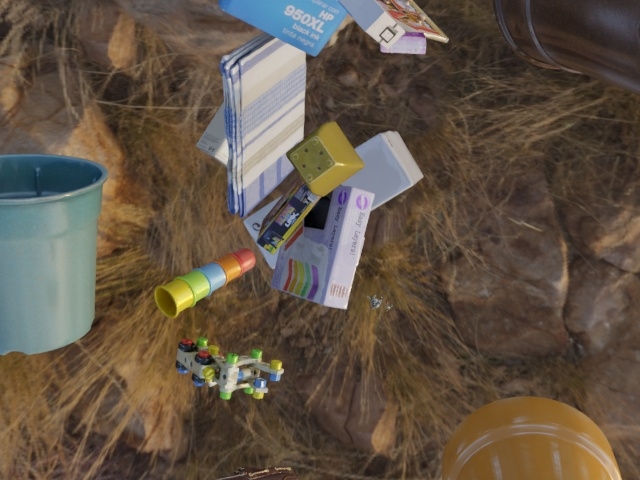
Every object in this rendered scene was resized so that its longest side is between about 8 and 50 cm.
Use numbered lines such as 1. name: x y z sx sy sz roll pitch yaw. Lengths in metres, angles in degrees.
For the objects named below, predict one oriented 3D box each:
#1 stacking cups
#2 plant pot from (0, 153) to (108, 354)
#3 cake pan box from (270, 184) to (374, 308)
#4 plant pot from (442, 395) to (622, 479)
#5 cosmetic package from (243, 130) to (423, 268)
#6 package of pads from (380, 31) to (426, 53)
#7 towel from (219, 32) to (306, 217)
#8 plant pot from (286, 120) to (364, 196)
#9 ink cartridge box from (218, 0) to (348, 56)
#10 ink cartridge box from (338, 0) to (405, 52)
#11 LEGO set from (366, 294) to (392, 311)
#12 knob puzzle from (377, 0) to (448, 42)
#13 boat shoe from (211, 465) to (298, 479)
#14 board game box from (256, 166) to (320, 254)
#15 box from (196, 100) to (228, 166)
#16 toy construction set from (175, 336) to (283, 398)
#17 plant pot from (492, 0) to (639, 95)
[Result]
1. stacking cups: -0.304 0.101 1.872 0.316 0.096 0.096 -31 108 -42
2. plant pot: -0.595 0.027 1.367 0.340 0.341 0.335 2 110 -3
3. cake pan box: 0.000 0.000 1.494 0.070 0.245 0.267 15 89 -34
4. plant pot: 0.239 0.310 0.747 0.205 0.188 0.205 3 109 8
5. cosmetic package: 0.039 -0.114 1.867 0.453 0.230 0.162 -31 91 20
6. package of pads: 0.146 -0.354 1.215 0.083 0.050 0.032 3 123 0
7. towel: -0.087 -0.197 1.085 0.034 0.209 0.285 23 136 21
8. plant pot: 0.000 -0.111 0.940 0.081 0.083 0.082 -35 88 17
9. ink cartridge box: 0.021 -0.497 0.897 0.166 0.286 0.395 19 132 -31
10. ink cartridge box: 0.057 -0.230 0.707 0.028 0.083 0.048 -43 73 18
11. LEGO set: 0.172 0.186 1.989 0.083 0.023 0.054 13 126 -8
12. knob puzzle: 0.165 -0.493 1.431 0.213 0.213 0.030 27 125 -9
13. boat shoe: -0.132 0.448 1.234 0.206 0.073 0.073 13 128 -34
14. board game box: -0.060 -0.068 1.406 0.048 0.141 0.170 37 106 -13
15. box: -0.191 -0.319 1.746 0.113 0.094 0.275 32 88 -47
16. toy construction set: -0.276 0.347 1.888 0.214 0.327 0.151 5 84 -38
17. plant pot: 0.237 -0.180 0.493 0.166 0.165 0.167 -8 124 -12
